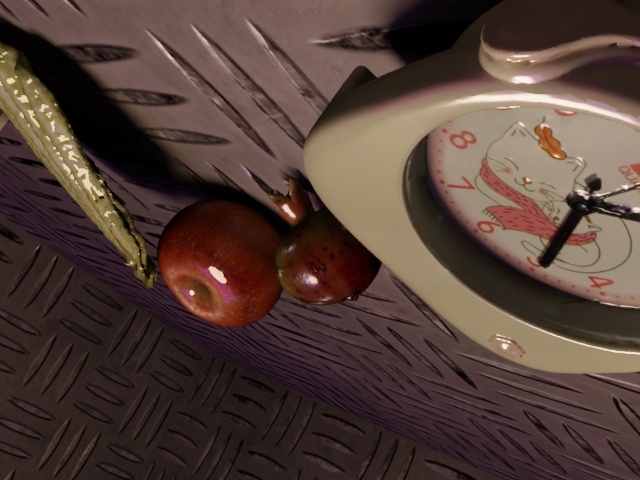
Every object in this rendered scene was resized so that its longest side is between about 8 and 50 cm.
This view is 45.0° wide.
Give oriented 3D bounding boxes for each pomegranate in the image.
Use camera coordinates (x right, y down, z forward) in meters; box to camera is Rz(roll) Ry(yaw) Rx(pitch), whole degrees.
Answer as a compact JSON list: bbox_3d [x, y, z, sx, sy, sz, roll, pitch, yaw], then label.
[{"bbox_3d":[0.007,-0.001,0.912,0.129,0.129,0.159,3,107,56],"label":"pomegranate"}]

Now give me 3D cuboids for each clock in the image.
[{"bbox_3d":[0.162,-0.033,0.467,0.265,0.109,0.324,43,150,-19],"label":"clock"}]

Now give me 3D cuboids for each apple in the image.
[{"bbox_3d":[-0.138,0.025,1.125,0.201,0.162,0.201,23,142,20],"label":"apple"}]

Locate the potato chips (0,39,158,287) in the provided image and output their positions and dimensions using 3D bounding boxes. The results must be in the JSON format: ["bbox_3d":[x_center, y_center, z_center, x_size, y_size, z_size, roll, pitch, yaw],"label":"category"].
[{"bbox_3d":[-0.356,-0.116,1.098,0.358,0.070,0.429,35,159,53],"label":"potato chips"}]

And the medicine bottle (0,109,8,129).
[{"bbox_3d":[-0.599,-0.259,1.237,0.092,0.061,0.220,-23,131,39],"label":"medicine bottle"}]
